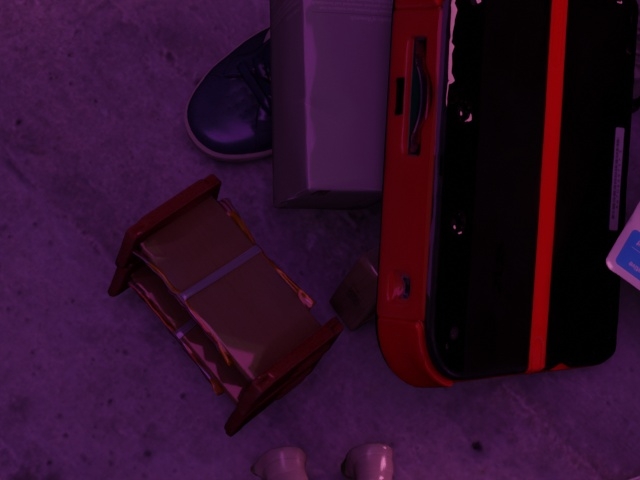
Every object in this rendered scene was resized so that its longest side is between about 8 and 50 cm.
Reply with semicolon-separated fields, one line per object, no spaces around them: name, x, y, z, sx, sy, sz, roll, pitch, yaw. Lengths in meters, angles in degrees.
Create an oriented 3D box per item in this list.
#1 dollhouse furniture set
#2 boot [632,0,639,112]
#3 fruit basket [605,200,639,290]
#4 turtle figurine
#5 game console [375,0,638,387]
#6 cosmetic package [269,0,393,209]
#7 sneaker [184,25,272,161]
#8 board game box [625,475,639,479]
dollhouse furniture set;0.000;0.000;1.223;0.374;0.152;0.201;-34;79;-26
boot;0.439;-0.231;1.294;0.338;0.118;0.222;2;84;7
fruit basket;0.486;-0.032;1.172;0.327;0.165;0.353;36;73;-11
turtle figurine;0.014;0.343;1.148;0.198;0.274;0.266;-18;56;17
game console;0.183;-0.063;1.124;0.060;0.342;0.386;6;94;41
cosmetic package;0.013;-0.150;1.103;0.107;0.127;0.237;-3;87;-17
sneaker;0.009;-0.211;1.249;0.350;0.148;0.131;-35;80;-8
board game box;0.403;0.402;1.151;0.390;0.050;0.389;-18;73;-5
